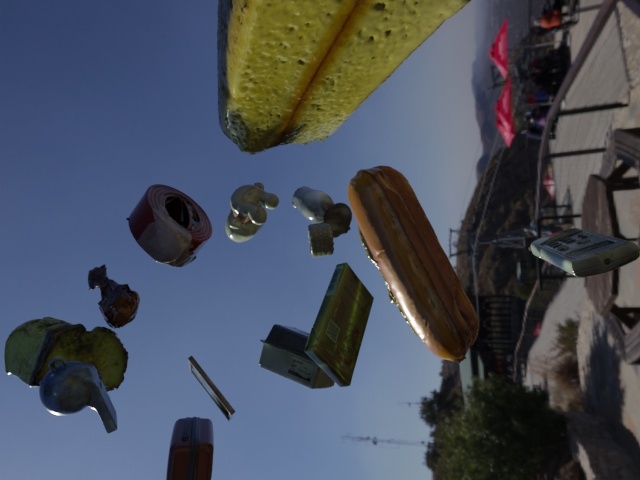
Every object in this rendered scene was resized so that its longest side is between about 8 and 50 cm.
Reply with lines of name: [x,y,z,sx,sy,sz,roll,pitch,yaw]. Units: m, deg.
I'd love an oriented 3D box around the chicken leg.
chicken leg: [-0.597,0.147,1.261,0.093,0.304,0.113,27,-87,-45]

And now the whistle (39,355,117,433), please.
whistle: [-0.394,0.250,0.706,0.090,0.090,0.157,-55,-41,-60]

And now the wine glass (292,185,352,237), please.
wine glass: [0.001,-0.094,1.307,0.222,0.103,0.103,38,149,54]

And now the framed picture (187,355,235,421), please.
framed picture: [-0.322,0.436,1.290,0.015,0.203,0.150,-36,-14,-29]

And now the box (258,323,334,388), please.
box: [-0.069,0.426,1.632,0.220,0.291,0.166,32,-105,-60]

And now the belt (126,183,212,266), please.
belt: [-0.448,-0.046,1.317,0.227,0.115,0.324,32,-165,-26]

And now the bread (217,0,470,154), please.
bread: [-0.024,-0.293,0.568,0.233,0.362,0.244,-3,-107,-27]

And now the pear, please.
pear: [-0.674,0.292,1.166,0.238,0.255,0.164,28,-111,-52]

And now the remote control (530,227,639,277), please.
remote control: [0.450,0.016,0.775,0.233,0.098,0.038,-41,-72,-77]

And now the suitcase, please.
suitcase: [-0.493,0.824,1.676,0.297,0.161,0.236,174,101,-77]

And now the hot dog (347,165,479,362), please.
hot dog: [0.140,0.042,0.683,0.135,0.100,0.337,-21,-96,-61]

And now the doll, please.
doll: [-0.202,-0.076,1.212,0.154,0.113,0.275,-60,10,-22]

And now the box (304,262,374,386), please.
box: [0.063,0.230,1.248,0.173,0.043,0.311,51,-139,-28]

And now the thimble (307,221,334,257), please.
thimble: [0.000,0.000,1.149,0.110,0.062,0.084,96,167,-72]
